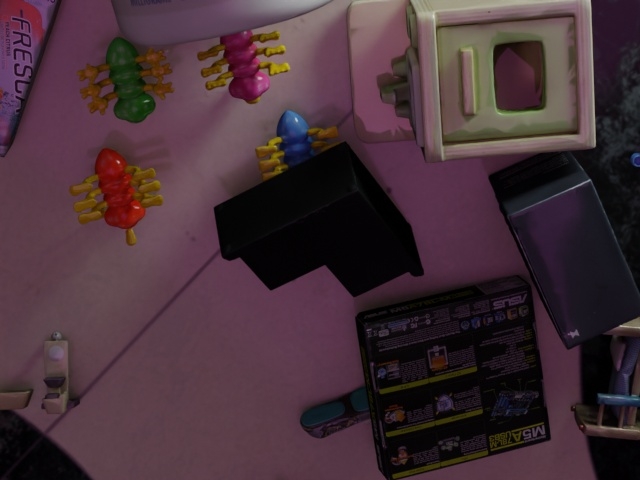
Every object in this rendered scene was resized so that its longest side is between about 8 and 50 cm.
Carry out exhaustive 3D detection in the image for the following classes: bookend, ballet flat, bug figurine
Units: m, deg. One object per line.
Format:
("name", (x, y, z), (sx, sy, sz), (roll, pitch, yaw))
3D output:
("bookend", (0.000, 0.000, 1.730), (0.156, 0.072, 0.157), (-27, 136, 15))
("ballet flat", (0.035, 0.186, 1.833), (0.114, 0.041, 0.041), (-20, 106, 5))
("bug figurine", (-0.124, -0.114, 1.717), (0.279, 0.072, 0.216), (-11, 113, -3))

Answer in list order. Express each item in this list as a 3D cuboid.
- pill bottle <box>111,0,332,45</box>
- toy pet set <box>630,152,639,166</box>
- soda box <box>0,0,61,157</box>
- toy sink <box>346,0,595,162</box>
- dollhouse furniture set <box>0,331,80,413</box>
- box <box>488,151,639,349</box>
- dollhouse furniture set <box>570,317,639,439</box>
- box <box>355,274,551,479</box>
("pill bottle", (-0.123, -0.402, 1.552), (0.229, 0.229, 0.407), (-13, 106, 3))
("toy pet set", (0.398, -0.108, 1.734), (0.114, 0.065, 0.122), (19, 106, -7))
("soda box", (-0.313, -0.181, 1.699), (0.058, 0.063, 0.183), (19, 105, -7))
("toy sink", (0.147, -0.166, 1.678), (0.234, 0.131, 0.152), (-4, 106, 1))
("dollhouse furniture set", (-0.321, 0.141, 1.793), (0.114, 0.091, 0.081), (-2, 91, 3))
("box", (0.249, 0.003, 1.716), (0.093, 0.158, 0.156), (-24, 106, 6))
("dollhouse furniture set", (0.345, 0.160, 1.751), (0.129, 0.183, 0.129), (5, 107, -3))
("box", (0.143, 0.147, 1.797), (0.191, 0.045, 0.184), (-14, 109, -11))
